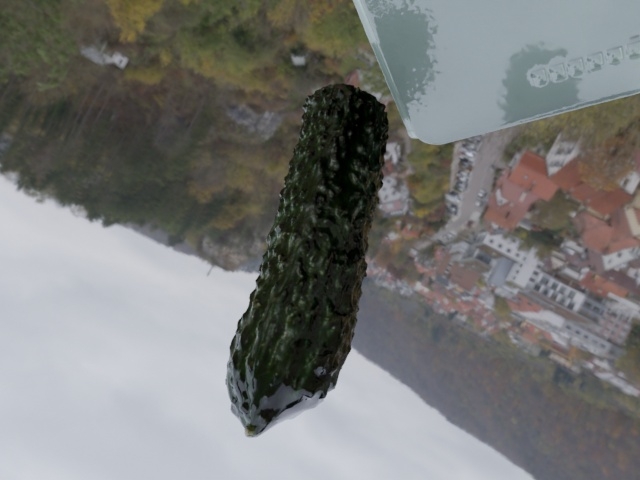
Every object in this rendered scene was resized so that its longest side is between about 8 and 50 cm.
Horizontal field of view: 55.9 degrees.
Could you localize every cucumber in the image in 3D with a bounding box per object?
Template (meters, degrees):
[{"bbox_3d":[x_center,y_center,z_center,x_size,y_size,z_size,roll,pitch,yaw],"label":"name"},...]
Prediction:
[{"bbox_3d":[0.000,0.000,0.503,0.096,0.359,0.096,6,136,6],"label":"cucumber"}]

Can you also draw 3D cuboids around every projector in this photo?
[{"bbox_3d":[0.174,-0.218,0.553,0.251,0.108,0.198,-12,126,28],"label":"projector"}]
